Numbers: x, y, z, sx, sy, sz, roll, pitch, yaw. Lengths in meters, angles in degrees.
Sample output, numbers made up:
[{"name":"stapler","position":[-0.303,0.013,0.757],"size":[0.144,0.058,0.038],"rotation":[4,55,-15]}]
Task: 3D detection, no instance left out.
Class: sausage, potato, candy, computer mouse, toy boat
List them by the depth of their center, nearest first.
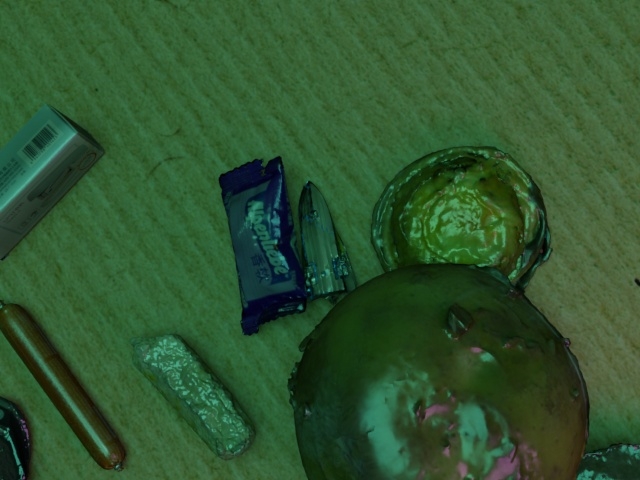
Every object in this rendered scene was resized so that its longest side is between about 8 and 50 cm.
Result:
[{"name":"potato","position":[0.144,0.260,1.369],"size":[0.385,0.319,0.442],"rotation":[-35,78,30]},{"name":"candy","position":[-0.094,0.007,1.594],"size":[0.145,0.070,0.275],"rotation":[-16,78,36]},{"name":"toy boat","position":[0.000,0.000,1.607],"size":[0.084,0.066,0.210],"rotation":[-13,73,8]},{"name":"computer mouse","position":[-0.523,0.351,1.617],"size":[0.106,0.062,0.192],"rotation":[-11,77,5]},{"name":"sausage","position":[-0.425,0.234,1.624],"size":[0.053,0.053,0.347],"rotation":[-38,82,0]}]

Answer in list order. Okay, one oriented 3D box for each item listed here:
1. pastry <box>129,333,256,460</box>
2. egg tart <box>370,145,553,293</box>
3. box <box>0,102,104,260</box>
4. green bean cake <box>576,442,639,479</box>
[{"name":"pastry","position":[-0.201,0.243,1.578],"size":[0.089,0.121,0.258],"rotation":[-35,73,-25]},{"name":"egg tart","position":[0.223,-0.017,1.561],"size":[0.291,0.107,0.290],"rotation":[-1,84,7]},{"name":"box","position":[-0.487,-0.090,1.630],"size":[0.079,0.135,0.269],"rotation":[44,89,12]},{"name":"green bean cake","position":[0.448,0.429,1.474],"size":[0.241,0.132,0.254],"rotation":[-8,78,8]}]
